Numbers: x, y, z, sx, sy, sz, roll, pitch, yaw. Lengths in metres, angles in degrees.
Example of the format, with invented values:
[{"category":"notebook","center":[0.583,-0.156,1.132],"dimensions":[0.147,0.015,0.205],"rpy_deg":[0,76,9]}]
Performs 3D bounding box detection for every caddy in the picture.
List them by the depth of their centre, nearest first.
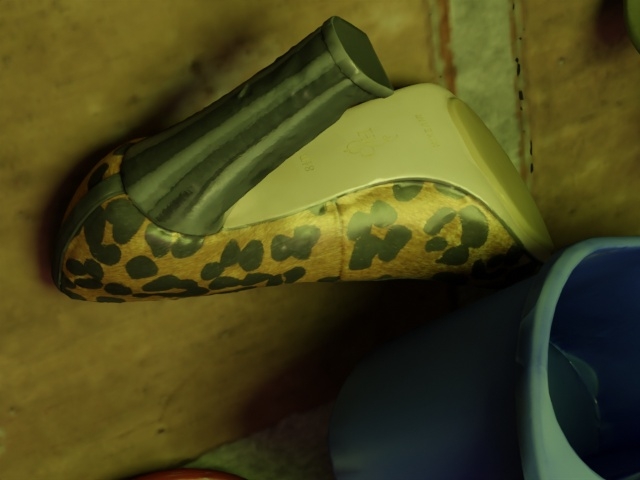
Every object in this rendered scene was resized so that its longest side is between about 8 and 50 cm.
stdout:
[{"category":"caddy","center":[0.165,0.121,0.698],"dimensions":[0.341,0.179,0.241],"rpy_deg":[-4,75,-53]}]

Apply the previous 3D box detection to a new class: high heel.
[{"category":"high heel","center":[0.000,0.000,0.711],"dimensions":[0.186,0.093,0.261],"rpy_deg":[-33,145,19]}]

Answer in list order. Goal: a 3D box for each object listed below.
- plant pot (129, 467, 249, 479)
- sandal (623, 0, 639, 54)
[{"category":"plant pot","center":[-0.064,0.224,0.714],"dimensions":[0.191,0.174,0.191],"rpy_deg":[-14,121,-23]},{"category":"sandal","center":[0.243,-0.197,0.649],"dimensions":[0.086,0.120,0.303],"rpy_deg":[13,136,-36]}]
